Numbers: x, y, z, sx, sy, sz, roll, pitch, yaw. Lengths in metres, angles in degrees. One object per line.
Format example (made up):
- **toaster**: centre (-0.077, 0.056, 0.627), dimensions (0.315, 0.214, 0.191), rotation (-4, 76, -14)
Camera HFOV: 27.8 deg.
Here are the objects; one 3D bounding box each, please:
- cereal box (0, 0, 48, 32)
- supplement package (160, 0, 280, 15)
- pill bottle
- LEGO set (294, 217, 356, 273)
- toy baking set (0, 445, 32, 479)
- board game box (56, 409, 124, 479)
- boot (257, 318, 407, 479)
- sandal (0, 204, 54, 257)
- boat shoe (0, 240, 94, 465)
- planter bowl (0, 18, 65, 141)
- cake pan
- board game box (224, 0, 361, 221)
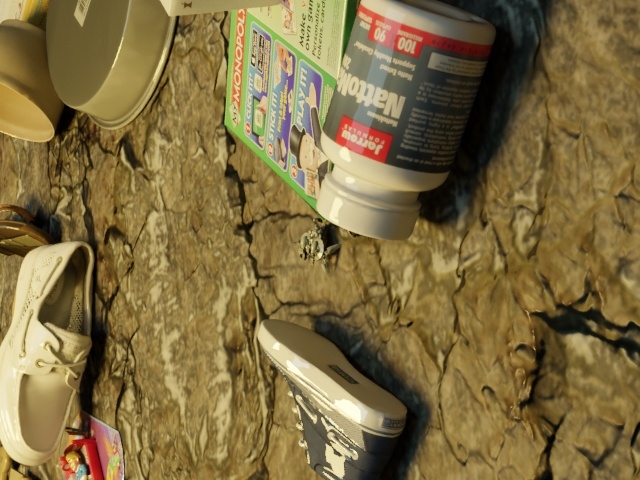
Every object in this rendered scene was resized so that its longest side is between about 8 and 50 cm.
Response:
- **cereal box**: centre (-0.421, -0.370, 1.812), dimensions (0.240, 0.047, 0.173), rotation (51, 126, 47)
- **supplement package**: centre (-0.106, -0.288, 1.101), dimensions (0.179, 0.105, 0.105), rotation (60, 148, 36)
- **pill bottle**: centre (0.060, -0.097, 1.008), dimensions (0.108, 0.108, 0.180), rotation (39, 118, 51)
- **LEGO set**: centre (0.000, -0.003, 1.157), dimensions (0.083, 0.023, 0.054), rotation (-56, 43, 35)
- **toy baking set**: centre (-0.431, 0.396, 1.745), dimensions (0.197, 0.030, 0.256), rotation (53, 128, 49)
- **board game box**: centre (-0.285, 0.279, 1.535), dimensions (0.169, 0.033, 0.133), rotation (13, 96, 56)
- **boot**: centre (-0.005, 0.141, 1.103), dimensions (0.190, 0.069, 0.086), rotation (37, 113, 50)
- **sandal**: centre (-0.419, -0.016, 1.750), dimensions (0.219, 0.090, 0.060), rotation (-4, 61, 63)
- **boat shoe**: centre (-0.321, 0.127, 1.540), dimensions (0.096, 0.098, 0.277), rotation (-18, 62, 41)
- **planter bowl**: centre (-0.397, -0.218, 1.681), dimensions (0.162, 0.162, 0.109), rotation (-12, 49, 55)
- **cake pan**: centre (-0.259, -0.281, 1.555), dimensions (0.293, 0.054, 0.293), rotation (-12, 76, 56)
- **board game box**: centre (-0.013, -0.205, 1.116), dimensions (0.213, 0.046, 0.317), rotation (46, 138, 50)
